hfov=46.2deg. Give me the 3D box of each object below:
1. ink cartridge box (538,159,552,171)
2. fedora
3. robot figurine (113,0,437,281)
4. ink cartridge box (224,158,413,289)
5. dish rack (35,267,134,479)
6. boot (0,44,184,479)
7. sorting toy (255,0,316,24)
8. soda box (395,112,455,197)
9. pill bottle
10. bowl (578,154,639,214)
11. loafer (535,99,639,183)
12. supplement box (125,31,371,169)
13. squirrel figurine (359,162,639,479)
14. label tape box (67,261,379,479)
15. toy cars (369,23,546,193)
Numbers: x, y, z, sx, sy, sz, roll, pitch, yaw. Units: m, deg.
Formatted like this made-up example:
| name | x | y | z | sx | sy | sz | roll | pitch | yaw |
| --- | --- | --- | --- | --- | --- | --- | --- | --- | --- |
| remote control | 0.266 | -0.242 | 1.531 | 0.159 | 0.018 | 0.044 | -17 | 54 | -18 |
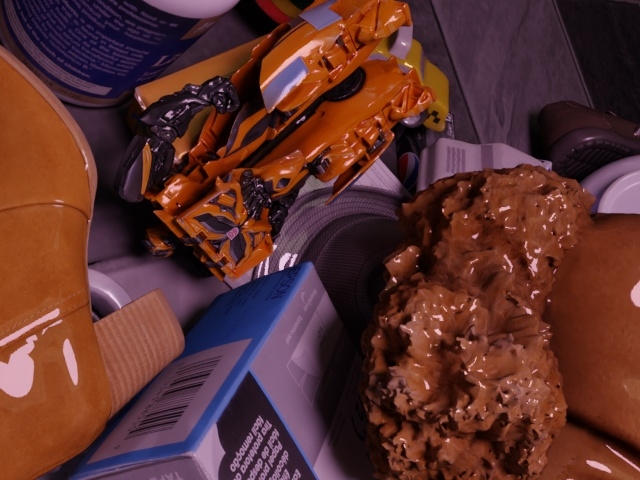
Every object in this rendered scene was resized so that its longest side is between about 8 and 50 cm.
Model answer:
| name | x | y | z | sx | sy | sz | roll | pitch | yaw |
| --- | --- | --- | --- | --- | --- | --- | --- | --- | --- |
| ink cartridge box | 0.231 | 0.027 | 0.957 | 0.206 | 0.045 | 0.208 | -35 | 129 | -42 |
| fedora | 0.081 | 0.065 | 0.747 | 0.275 | 0.124 | 0.244 | 29 | 74 | -25 |
| robot figurine | -0.035 | -0.084 | 0.651 | 0.291 | 0.085 | 0.211 | -44 | 143 | -7 |
| ink cartridge box | 0.000 | 0.000 | 0.806 | 0.181 | 0.056 | 0.225 | 47 | 69 | -18 |
| dish rack | -0.234 | 0.196 | 0.506 | 0.333 | 0.072 | 0.285 | -27 | 92 | -43 |
| boot | -0.234 | 0.012 | 0.466 | 0.211 | 0.104 | 0.295 | -32 | 89 | -45 |
| sorting toy | -0.076 | -0.356 | 0.783 | 0.257 | 0.089 | 0.255 | 27 | 44 | -43 |
| soda box | 0.134 | -0.082 | 0.933 | 0.060 | 0.053 | 0.169 | 14 | 65 | -36 |
| pill bottle | -0.146 | -0.224 | 0.601 | 0.153 | 0.264 | 0.153 | 15 | 66 | -36 |
| bowl | 0.437 | -0.004 | 0.986 | 0.134 | 0.298 | 0.298 | 53 | 38 | -58 |
| loafer | 0.474 | -0.149 | 1.194 | 0.366 | 0.134 | 0.130 | 13 | 48 | -43 |
| supplement box | -0.066 | -0.143 | 0.725 | 0.233 | 0.080 | 0.078 | -30 | 91 | -27 |
| squirrel figurine | 0.173 | 0.153 | 0.599 | 0.397 | 0.281 | 0.370 | 31 | 75 | -20 |
| label tape box | -0.005 | 0.227 | 0.586 | 0.348 | 0.115 | 0.249 | 60 | 25 | -15 |
| toy cars | 0.139 | -0.132 | 0.826 | 0.176 | 0.087 | 0.394 | -20 | 62 | -42 |
